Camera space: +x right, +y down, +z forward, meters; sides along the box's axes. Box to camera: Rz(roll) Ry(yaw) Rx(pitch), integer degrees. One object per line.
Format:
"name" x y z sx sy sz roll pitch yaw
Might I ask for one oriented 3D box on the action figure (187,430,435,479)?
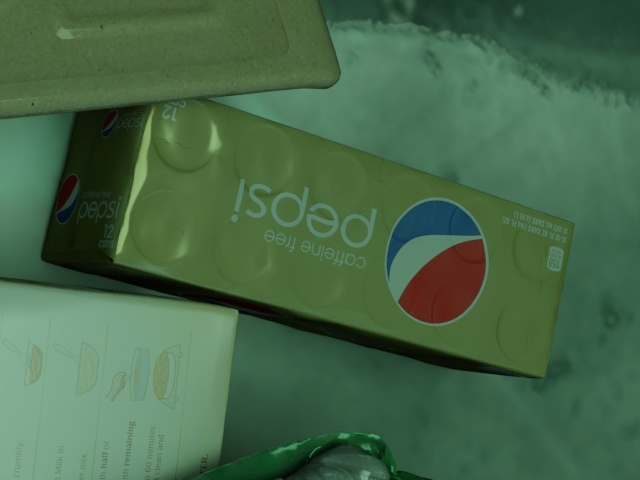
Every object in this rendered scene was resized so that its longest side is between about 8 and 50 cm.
"action figure" -0.033 0.116 0.461 0.232 0.063 0.137 -20 100 -34

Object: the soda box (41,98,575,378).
"soda box" 0.000 0.000 0.562 0.181 0.058 0.061 17 81 -32

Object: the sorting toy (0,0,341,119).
"sorting toy" -0.104 -0.124 0.483 0.208 0.038 0.193 -8 74 -36

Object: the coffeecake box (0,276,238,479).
"coffeecake box" -0.127 0.079 0.474 0.185 0.068 0.142 8 87 -32
